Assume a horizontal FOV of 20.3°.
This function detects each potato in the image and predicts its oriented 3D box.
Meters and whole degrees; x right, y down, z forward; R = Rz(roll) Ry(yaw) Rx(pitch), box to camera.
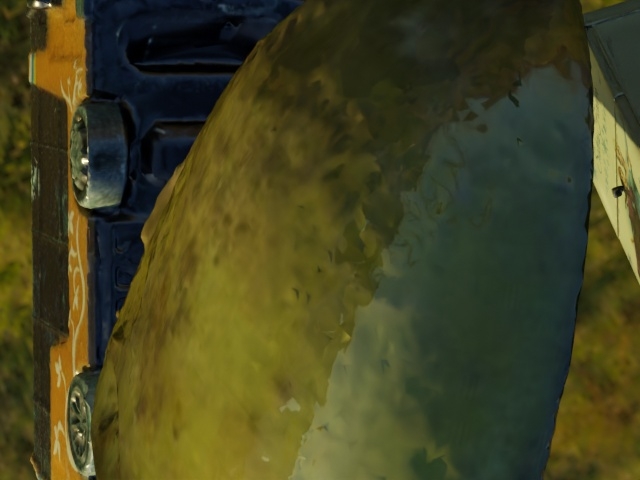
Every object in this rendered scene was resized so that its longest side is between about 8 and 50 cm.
[{"bbox_3d":[0.000,0.000,0.650,0.112,0.269,0.255,4,126,-23],"label":"potato"}]

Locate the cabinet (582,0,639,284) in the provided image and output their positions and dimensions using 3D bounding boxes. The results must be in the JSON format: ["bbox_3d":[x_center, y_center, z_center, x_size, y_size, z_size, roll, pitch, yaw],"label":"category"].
[{"bbox_3d":[0.252,-0.033,1.061,0.150,0.206,0.145,-16,143,-1],"label":"cabinet"}]

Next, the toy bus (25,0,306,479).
[{"bbox_3d":[-0.088,0.002,1.066,0.162,0.194,0.323,-2,96,-20],"label":"toy bus"}]
